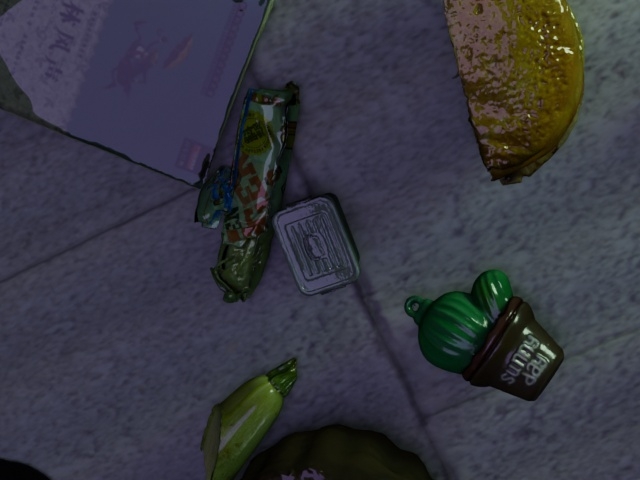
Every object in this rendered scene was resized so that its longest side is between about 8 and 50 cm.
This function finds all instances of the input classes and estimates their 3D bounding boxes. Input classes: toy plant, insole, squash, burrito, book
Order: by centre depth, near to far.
[{"bbox_3d":[0.198,0.109,1.808,0.200,0.105,0.143,34,98,12],"label":"toy plant"},{"bbox_3d":[-0.271,-0.250,1.823,0.379,0.031,0.264,21,100,4],"label":"book"},{"bbox_3d":[-0.097,-0.064,1.838,0.104,0.054,0.288,13,105,7],"label":"burrito"},{"bbox_3d":[-0.100,0.226,1.899,0.075,0.090,0.200,34,100,-3],"label":"squash"},{"bbox_3d":[-0.435,0.315,2.011,0.188,0.004,0.064,26,106,3],"label":"insole"}]

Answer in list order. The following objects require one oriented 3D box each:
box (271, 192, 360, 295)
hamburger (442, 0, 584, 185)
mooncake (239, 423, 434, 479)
[{"bbox_3d":[0.000,0.000,1.830,0.084,0.069,0.122,-18,99,15],"label":"box"},{"bbox_3d":[0.227,-0.208,1.707,0.156,0.144,0.283,-16,102,3],"label":"hamburger"},{"bbox_3d":[0.018,0.393,1.861,0.324,0.187,0.324,3,105,11],"label":"mooncake"}]
